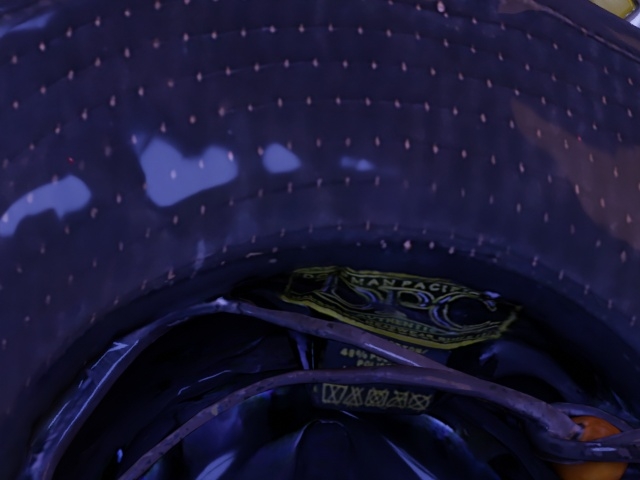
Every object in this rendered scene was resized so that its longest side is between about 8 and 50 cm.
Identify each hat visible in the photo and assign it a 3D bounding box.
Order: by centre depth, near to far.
[{"bbox_3d":[-0.003,0.108,0.353,0.331,0.331,0.134,61,-18,6],"label":"hat"}]

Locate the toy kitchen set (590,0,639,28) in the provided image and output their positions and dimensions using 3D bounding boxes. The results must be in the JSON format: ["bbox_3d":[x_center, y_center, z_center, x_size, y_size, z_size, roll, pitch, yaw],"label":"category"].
[{"bbox_3d":[0.161,-0.094,0.935,0.166,0.122,0.207,56,6,-2],"label":"toy kitchen set"}]
